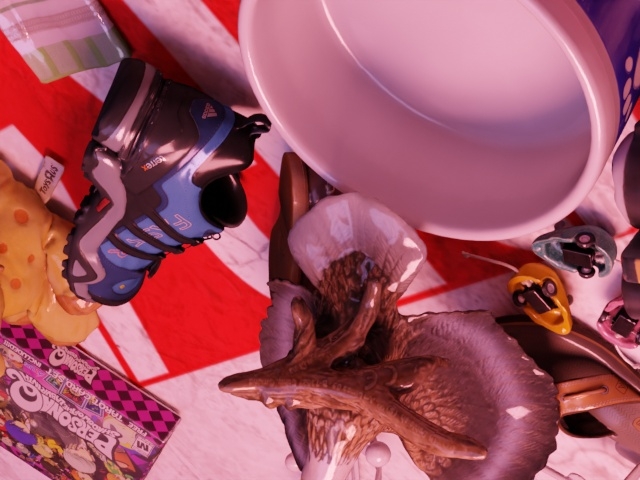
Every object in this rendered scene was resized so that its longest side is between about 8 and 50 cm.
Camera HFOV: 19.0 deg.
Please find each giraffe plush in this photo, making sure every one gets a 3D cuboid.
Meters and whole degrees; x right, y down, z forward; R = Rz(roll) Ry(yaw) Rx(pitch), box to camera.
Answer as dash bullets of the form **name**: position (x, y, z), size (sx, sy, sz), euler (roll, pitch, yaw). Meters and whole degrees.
- **giraffe plush**: position (-0.295, 0.042, 1.689), size (0.181, 0.170, 0.210), euler (28, 142, 16)

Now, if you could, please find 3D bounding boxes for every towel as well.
- **towel**: position (-0.229, -0.192, 1.512), size (0.113, 0.023, 0.152), euler (-8, 127, 43)

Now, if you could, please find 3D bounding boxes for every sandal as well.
- **sandal**: position (0.214, 0.131, 1.510), size (0.219, 0.060, 0.090), euler (36, 143, -2)

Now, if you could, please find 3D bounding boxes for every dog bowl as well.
- **dog bowl**: position (0.083, -0.130, 1.280), size (0.265, 0.104, 0.265), euler (20, 142, 17)

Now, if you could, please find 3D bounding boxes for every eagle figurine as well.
- **eagle figurine**: position (0.035, 0.113, 1.425), size (0.226, 0.225, 0.298), euler (57, -169, 15)

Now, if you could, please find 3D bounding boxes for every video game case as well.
- **video game case**: position (-0.269, 0.171, 1.929), size (0.232, 0.042, 0.210), euler (34, 145, 0)

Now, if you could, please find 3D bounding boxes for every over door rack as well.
- **over door rack**: position (0.111, 0.236, 1.665), size (0.324, 0.108, 0.239), euler (18, 141, 20)

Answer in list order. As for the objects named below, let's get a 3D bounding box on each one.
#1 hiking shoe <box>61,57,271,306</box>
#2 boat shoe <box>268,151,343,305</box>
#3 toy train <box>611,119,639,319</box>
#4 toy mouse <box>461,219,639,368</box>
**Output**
- **hiking shoe**: position (-0.131, -0.019, 1.560), size (0.132, 0.113, 0.304), euler (20, 150, -1)
- **boat shoe**: position (0.000, 0.000, 1.517), size (0.073, 0.073, 0.207), euler (-7, 150, -13)
- **toy train**: position (0.342, 0.002, 1.222), size (0.334, 0.142, 0.190), euler (6, 123, 35)
- **toy mouse**: position (0.208, 0.030, 1.426), size (0.161, 0.031, 0.143), euler (43, 143, -12)
